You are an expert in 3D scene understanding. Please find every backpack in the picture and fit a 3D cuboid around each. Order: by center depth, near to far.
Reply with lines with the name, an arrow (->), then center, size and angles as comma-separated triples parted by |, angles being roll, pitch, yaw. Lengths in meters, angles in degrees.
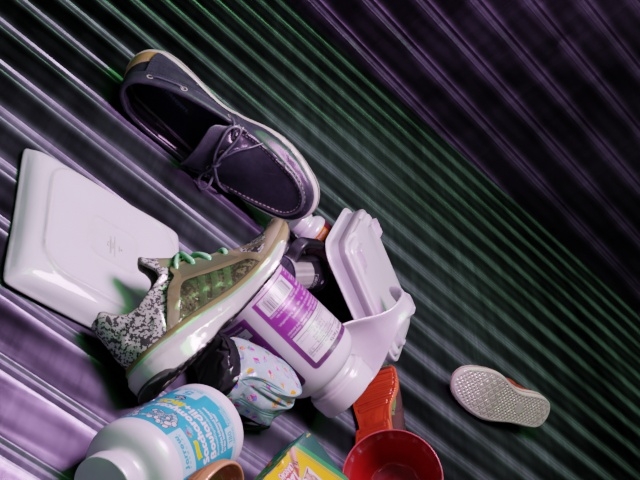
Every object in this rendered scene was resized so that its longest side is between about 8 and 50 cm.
backpack -> -0.123, 0.243, 1.741 | 0.182, 0.115, 0.152 | 35, 25, -35

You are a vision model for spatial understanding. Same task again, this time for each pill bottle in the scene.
pill bottle -> -0.228, 0.303, 1.435 | 0.146, 0.146, 0.264 | 53, 24, 7
pill bottle -> -0.050, 0.182, 1.885 | 0.301, 0.169, 0.169 | 45, 25, -11
pill bottle -> 0.000, 0.000, 2.336 | 0.152, 0.086, 0.086 | 40, 26, -19

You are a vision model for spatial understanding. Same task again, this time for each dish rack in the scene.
dish rack -> 0.124, 0.099, 2.286 | 0.332, 0.072, 0.285 | 65, 21, -15

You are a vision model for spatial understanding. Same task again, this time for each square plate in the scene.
square plate -> -0.363, 0.019, 1.737 | 0.344, 0.049, 0.347 | 33, 29, -32

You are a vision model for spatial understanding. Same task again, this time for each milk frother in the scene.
milk frother -> -0.072, 0.043, 2.164 | 0.143, 0.129, 0.135 | 12, 5, 30

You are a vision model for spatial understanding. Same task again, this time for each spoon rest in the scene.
spoon rest -> 0.102, 0.194, 2.103 | 0.137, 0.084, 0.276 | 52, 58, -12

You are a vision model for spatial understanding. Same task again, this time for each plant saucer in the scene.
plant saucer -> -0.170, 0.390, 1.396 | 0.037, 0.199, 0.200 | 20, 15, 21

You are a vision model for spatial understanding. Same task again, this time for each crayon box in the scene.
crayon box -> -0.043, 0.439, 1.632 | 0.165, 0.081, 0.278 | 50, 24, 3

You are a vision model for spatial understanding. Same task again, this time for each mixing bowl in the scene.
mixing bowl -> 0.133, 0.442, 1.857 | 0.181, 0.181, 0.098 | 61, -4, 25

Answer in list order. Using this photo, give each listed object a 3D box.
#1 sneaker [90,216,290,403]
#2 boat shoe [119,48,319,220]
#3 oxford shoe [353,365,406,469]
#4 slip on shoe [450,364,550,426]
sneaker -> -0.205, 0.065, 1.655 | 0.182, 0.158, 0.410 | 44, 54, 0
boat shoe -> -0.219, -0.201, 2.153 | 0.500, 0.187, 0.156 | 40, 31, -9
oxford shoe -> 0.125, 0.362, 2.044 | 0.098, 0.097, 0.271 | 57, 25, -28
slip on shoe -> 0.427, 0.379, 2.510 | 0.331, 0.123, 0.101 | 23, 3, -37
